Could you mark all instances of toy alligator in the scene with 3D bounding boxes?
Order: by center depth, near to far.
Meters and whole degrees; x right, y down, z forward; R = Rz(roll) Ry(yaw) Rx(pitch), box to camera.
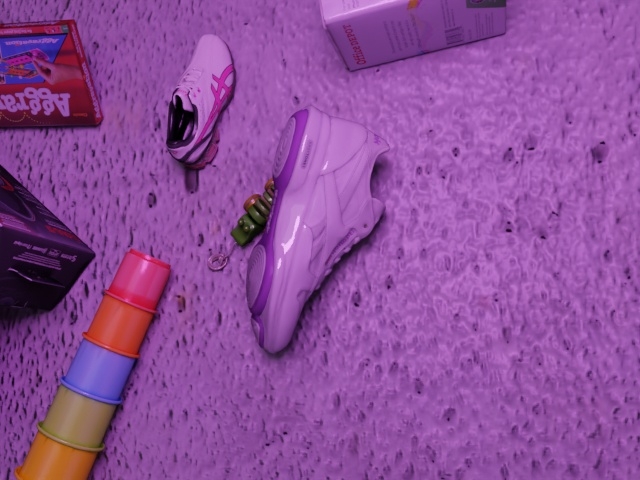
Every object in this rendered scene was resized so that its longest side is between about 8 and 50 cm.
[{"bbox_3d":[-0.081,-0.029,0.996,0.189,0.051,0.056,-42,74,3],"label":"toy alligator"}]

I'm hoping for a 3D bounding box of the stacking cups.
[{"bbox_3d":[-0.286,0.163,0.988,0.096,0.096,0.316,20,86,16],"label":"stacking cups"}]

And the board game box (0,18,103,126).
[{"bbox_3d":[-0.455,-0.229,1.087,0.281,0.027,0.145,0,125,13],"label":"board game box"}]

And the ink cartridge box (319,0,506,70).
[{"bbox_3d":[0.112,-0.297,0.944,0.212,0.154,0.093,-14,78,11],"label":"ink cartridge box"}]

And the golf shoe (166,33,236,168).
[{"bbox_3d":[-0.160,-0.193,1.027,0.067,0.086,0.186,6,81,16],"label":"golf shoe"}]

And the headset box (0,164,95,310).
[{"bbox_3d":[-0.448,-0.028,0.997,0.293,0.218,0.110,39,91,17],"label":"headset box"}]

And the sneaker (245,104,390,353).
[{"bbox_3d":[0.000,0.000,0.938,0.152,0.114,0.305,12,102,-20],"label":"sneaker"}]
